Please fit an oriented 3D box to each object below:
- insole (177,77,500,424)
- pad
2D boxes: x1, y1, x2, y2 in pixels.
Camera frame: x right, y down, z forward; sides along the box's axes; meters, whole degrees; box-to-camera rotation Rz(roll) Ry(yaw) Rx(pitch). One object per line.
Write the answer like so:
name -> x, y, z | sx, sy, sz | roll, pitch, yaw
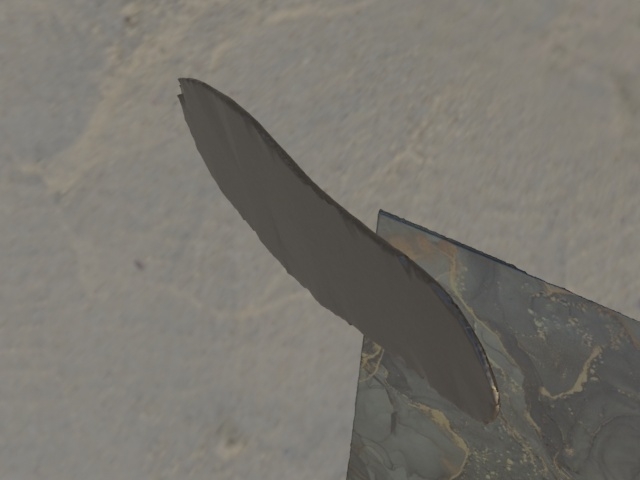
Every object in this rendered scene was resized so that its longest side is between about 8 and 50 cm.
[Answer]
insole -> 0.000, 0.000, 0.883 | 0.007, 0.328, 0.111 | -29, 124, -15
pad -> 0.136, 0.157, 1.376 | 0.247, 0.007, 0.367 | 23, 135, 17
